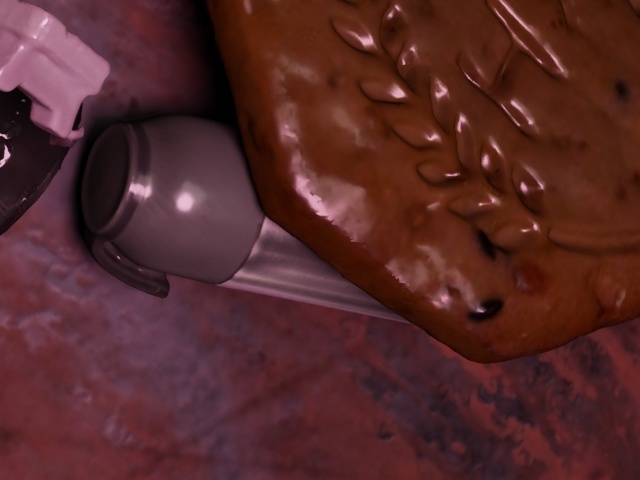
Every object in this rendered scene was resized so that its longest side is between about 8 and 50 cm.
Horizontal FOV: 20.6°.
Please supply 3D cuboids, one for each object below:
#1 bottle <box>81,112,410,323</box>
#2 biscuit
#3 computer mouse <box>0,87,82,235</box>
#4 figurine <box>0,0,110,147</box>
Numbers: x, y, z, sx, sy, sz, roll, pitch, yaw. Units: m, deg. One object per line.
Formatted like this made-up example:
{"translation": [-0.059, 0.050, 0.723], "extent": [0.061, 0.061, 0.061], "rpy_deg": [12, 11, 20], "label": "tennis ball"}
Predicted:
{"translation": [0.000, 0.000, 0.901], "extent": [0.254, 0.079, 0.096], "rpy_deg": [13, 114, -32], "label": "bottle"}
{"translation": [0.095, -0.114, 0.909], "extent": [0.359, 0.046, 0.359], "rpy_deg": [8, 76, -34], "label": "biscuit"}
{"translation": [-0.160, -0.041, 0.818], "extent": [0.135, 0.047, 0.079], "rpy_deg": [-46, 114, -16], "label": "computer mouse"}
{"translation": [-0.121, -0.186, 0.766], "extent": [0.144, 0.182, 0.256], "rpy_deg": [39, 74, -44], "label": "figurine"}
